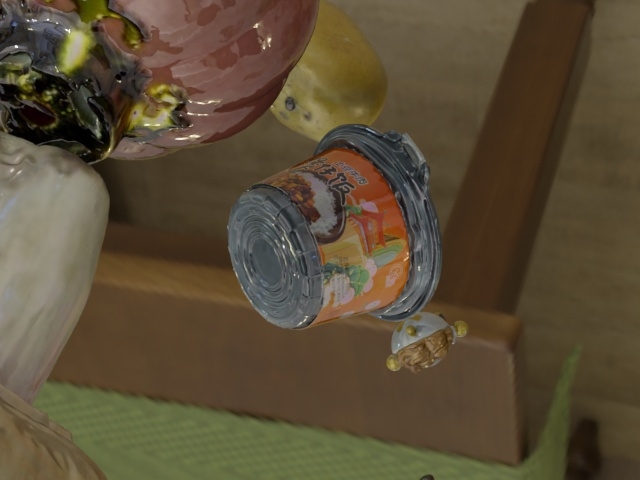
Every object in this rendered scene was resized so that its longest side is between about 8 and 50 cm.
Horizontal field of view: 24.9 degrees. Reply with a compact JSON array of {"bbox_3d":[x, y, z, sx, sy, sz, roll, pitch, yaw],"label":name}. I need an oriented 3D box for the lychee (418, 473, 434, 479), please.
[{"bbox_3d":[0.110,0.358,1.822,0.114,0.114,0.146,17,113,8],"label":"lychee"}]

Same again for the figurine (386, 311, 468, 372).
[{"bbox_3d":[0.129,0.114,1.749,0.101,0.143,0.068,-27,92,34],"label":"figurine"}]

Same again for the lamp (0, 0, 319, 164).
[{"bbox_3d":[-0.155,-0.172,1.007,0.305,0.240,0.305,12,146,8],"label":"lamp"}]

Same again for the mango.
[{"bbox_3d":[0.002,-0.183,1.532,0.137,0.195,0.098,13,130,-11],"label":"mango"}]

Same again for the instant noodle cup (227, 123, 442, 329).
[{"bbox_3d":[0.000,0.000,1.241,0.177,0.125,0.208,44,139,36],"label":"instant noodle cup"}]

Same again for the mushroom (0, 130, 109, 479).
[{"bbox_3d":[-0.283,0.129,0.926,0.353,0.353,0.325,30,134,-7],"label":"mushroom"}]
